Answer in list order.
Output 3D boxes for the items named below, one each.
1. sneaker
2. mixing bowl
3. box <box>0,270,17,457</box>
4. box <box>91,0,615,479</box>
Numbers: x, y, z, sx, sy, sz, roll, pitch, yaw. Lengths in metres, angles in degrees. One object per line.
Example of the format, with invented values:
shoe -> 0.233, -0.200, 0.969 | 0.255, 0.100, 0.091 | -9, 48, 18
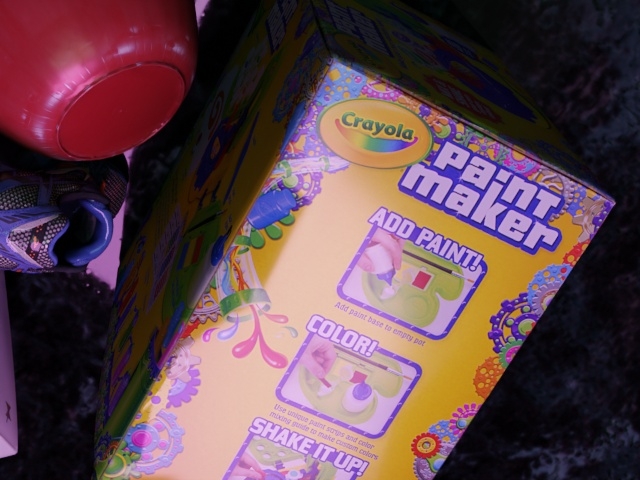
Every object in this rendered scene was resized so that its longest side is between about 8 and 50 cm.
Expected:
sneaker -> -0.170, -0.013, 0.825 | 0.087, 0.221, 0.083 | 19, 104, 9
mixing bowl -> -0.145, -0.114, 0.794 | 0.181, 0.181, 0.098 | -36, 68, 10
box -> -0.397, 0.065, 0.815 | 0.345, 0.168, 0.215 | -14, 148, 0
box -> 0.000, 0.000, 0.806 | 0.177, 0.290, 0.279 | 25, 110, -15
